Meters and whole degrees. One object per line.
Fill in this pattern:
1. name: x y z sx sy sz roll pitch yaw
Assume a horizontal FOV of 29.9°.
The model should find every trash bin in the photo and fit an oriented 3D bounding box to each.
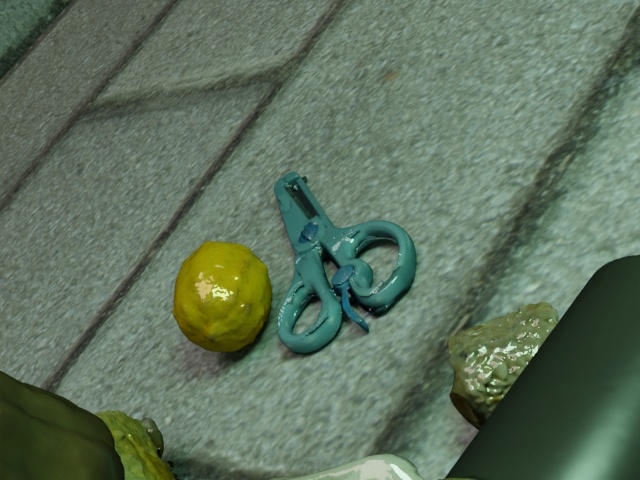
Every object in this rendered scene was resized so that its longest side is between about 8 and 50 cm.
1. trash bin: 0.170 0.181 0.751 0.214 0.214 0.334 1 46 51

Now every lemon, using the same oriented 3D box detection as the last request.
1. lemon: -0.110 0.060 1.363 0.114 0.114 0.155 -28 31 23

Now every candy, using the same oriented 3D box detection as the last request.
1. candy: 0.160 0.105 1.016 0.110 0.085 0.095 -23 40 10

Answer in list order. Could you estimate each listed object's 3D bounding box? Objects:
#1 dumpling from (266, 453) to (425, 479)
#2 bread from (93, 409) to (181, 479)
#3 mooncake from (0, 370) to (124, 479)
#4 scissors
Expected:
1. dumpling: -0.049 0.318 0.886 0.341 0.181 0.260 -17 47 6
2. bread: -0.227 0.281 1.151 0.204 0.162 0.262 -50 35 0
3. mooncake: -0.323 0.248 0.982 0.324 0.187 0.324 -30 38 27
4. scissors: 0.000 0.000 1.398 0.180 0.032 0.393 -38 28 6
